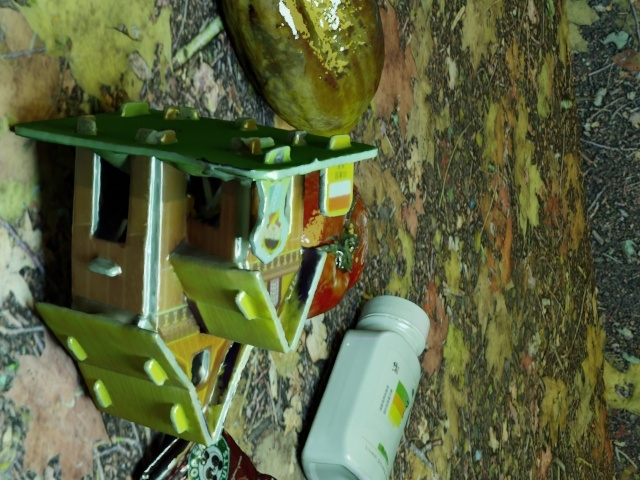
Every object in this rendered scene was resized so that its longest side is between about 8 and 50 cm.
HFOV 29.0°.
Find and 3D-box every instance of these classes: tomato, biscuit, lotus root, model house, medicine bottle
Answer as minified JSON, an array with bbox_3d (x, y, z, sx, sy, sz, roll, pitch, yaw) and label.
[{"bbox_3d":[0.004,-0.002,1.651,0.228,0.101,0.228,3,90,-65],"label":"tomato"},{"bbox_3d":[-0.120,0.284,1.437,0.235,0.063,0.151,62,37,-38],"label":"biscuit"},{"bbox_3d":[-0.022,-0.263,1.539,0.193,0.193,0.291,-63,140,-43],"label":"lotus root"},{"bbox_3d":[-0.095,0.034,1.252,0.340,0.300,0.324,-16,115,-57],"label":"model house"},{"bbox_3d":[0.071,0.225,1.771,0.161,0.111,0.296,64,35,-41],"label":"medicine bottle"}]
